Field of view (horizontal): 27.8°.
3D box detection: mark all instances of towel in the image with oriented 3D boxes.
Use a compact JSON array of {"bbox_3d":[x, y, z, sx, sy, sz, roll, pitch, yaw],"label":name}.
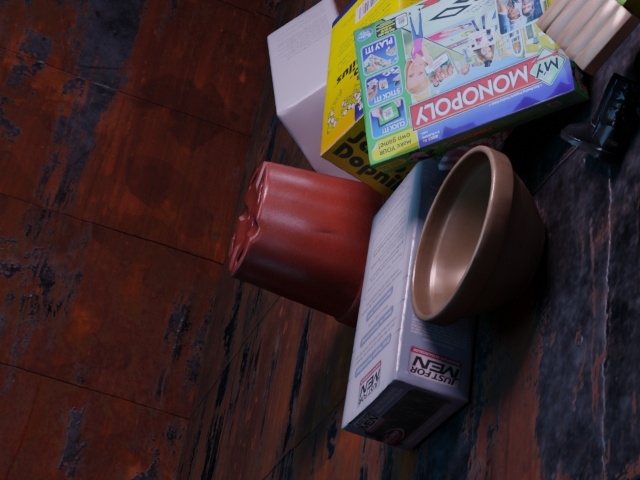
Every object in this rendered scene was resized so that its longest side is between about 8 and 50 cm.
[{"bbox_3d":[0.247,-0.174,1.810,0.197,0.029,0.144,-49,10,-9],"label":"towel"}]

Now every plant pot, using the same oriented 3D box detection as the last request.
[{"bbox_3d":[0.213,0.007,1.666,0.237,0.110,0.237,-160,90,-76],"label":"plant pot"},{"bbox_3d":[0.000,0.000,2.158,0.272,0.265,0.272,-163,90,-78],"label":"plant pot"}]

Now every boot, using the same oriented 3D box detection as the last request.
[{"bbox_3d":[0.337,-0.150,1.534,0.121,0.045,0.099,-131,58,-66],"label":"boot"}]

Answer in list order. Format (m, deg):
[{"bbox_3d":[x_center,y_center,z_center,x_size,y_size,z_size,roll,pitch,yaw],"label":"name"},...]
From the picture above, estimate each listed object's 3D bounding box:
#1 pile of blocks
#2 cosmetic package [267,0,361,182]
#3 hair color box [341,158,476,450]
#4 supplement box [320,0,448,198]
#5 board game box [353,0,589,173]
[{"bbox_3d":[0.390,-0.355,1.512,0.149,0.113,0.362,25,96,47],"label":"pile of blocks"},{"bbox_3d":[0.032,-0.269,2.417,0.161,0.230,0.453,-32,25,11],"label":"cosmetic package"},{"bbox_3d":[0.137,0.087,1.850,0.185,0.114,0.374,127,158,-53],"label":"hair color box"},{"bbox_3d":[0.140,-0.256,2.054,0.195,0.194,0.356,-43,28,36],"label":"supplement box"},{"bbox_3d":[0.195,-0.239,1.749,0.317,0.046,0.213,-19,66,32],"label":"board game box"}]
